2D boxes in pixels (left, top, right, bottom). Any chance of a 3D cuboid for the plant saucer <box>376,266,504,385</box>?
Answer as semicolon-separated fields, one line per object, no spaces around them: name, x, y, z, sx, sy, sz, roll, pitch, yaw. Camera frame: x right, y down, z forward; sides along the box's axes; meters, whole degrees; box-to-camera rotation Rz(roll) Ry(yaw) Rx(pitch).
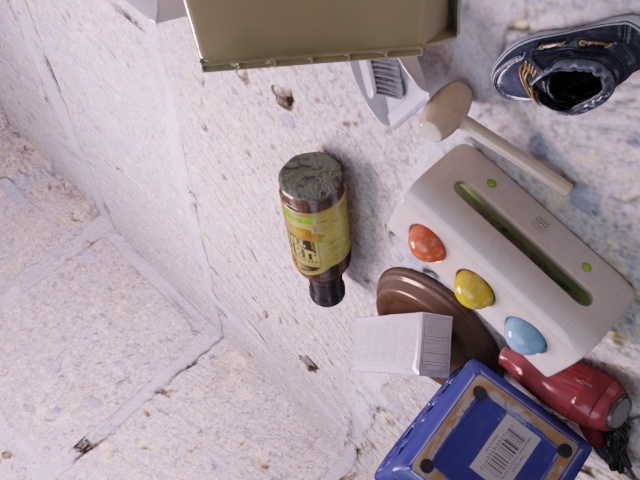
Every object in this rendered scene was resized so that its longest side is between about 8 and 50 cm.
plant saucer;0.195;0.166;1.219;0.278;0.041;0.278;40;155;23

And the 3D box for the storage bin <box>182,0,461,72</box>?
storage bin;-0.009;-0.298;0.614;0.260;0.123;0.262;-4;141;5

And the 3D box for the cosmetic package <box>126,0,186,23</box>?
cosmetic package;-0.227;-0.425;0.831;0.365;0.197;0.155;38;137;21

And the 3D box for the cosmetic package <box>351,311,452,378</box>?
cosmetic package;0.131;0.176;1.164;0.060;0.098;0.239;11;168;-21

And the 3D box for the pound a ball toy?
pound a ball toy;0.204;-0.002;0.818;0.319;0.136;0.208;44;157;11

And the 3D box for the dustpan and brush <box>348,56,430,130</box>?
dustpan and brush;0.050;-0.239;0.815;0.147;0.060;0.211;152;102;-77

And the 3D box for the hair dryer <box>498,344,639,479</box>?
hair dryer;0.371;0.255;0.984;0.293;0.080;0.223;44;157;13

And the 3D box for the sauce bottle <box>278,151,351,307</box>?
sauce bottle;0.000;0.000;1.223;0.111;0.111;0.344;35;153;30

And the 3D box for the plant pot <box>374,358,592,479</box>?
plant pot;0.238;0.323;1.016;0.236;0.236;0.212;36;164;16

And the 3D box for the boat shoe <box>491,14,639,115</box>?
boat shoe;0.208;-0.152;0.642;0.065;0.083;0.183;56;157;-15
